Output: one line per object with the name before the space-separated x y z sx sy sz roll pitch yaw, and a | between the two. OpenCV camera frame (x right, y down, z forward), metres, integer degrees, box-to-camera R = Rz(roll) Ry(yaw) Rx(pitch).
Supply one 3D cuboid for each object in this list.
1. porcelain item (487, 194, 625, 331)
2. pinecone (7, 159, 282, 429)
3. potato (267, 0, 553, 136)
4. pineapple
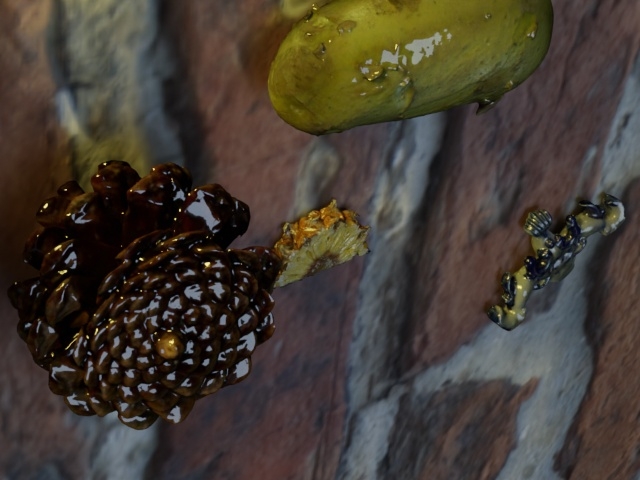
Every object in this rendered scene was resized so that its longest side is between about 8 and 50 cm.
porcelain item | 0.170 0.002 0.935 0.136 0.021 0.075 -44 135 -7
pinecone | -0.091 0.022 0.640 0.140 0.121 0.140 -23 137 -23
potato | 0.055 -0.111 0.701 0.188 0.085 0.105 -21 154 -25
pineapple | 0.000 0.000 0.784 0.083 0.019 0.045 -20 137 -31
